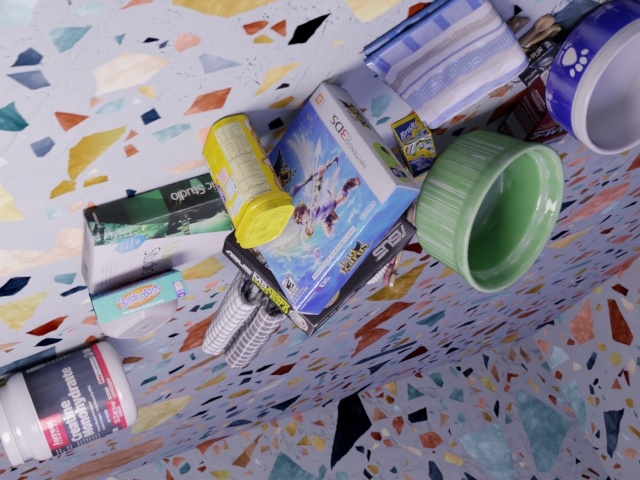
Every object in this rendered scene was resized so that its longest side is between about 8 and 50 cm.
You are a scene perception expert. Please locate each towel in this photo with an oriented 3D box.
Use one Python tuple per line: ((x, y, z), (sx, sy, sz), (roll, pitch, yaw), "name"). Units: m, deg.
((-0.095, 0.076, 1.923), (0.283, 0.121, 0.235), (-64, -175, -36), "towel")
((0.205, -0.285, 1.644), (0.209, 0.034, 0.285), (-32, 152, 16), "towel")

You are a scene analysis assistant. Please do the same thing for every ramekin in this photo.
((0.320, -0.066, 1.997), (0.303, 0.148, 0.303), (-26, 130, -36), "ramekin")

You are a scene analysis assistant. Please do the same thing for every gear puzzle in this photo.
((0.150, -0.024, 2.082), (0.044, 0.175, 0.339), (15, -168, 3), "gear puzzle")

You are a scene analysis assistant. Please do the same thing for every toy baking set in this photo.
((0.317, -0.304, 1.799), (0.197, 0.030, 0.256), (-17, 159, -25), "toy baking set")

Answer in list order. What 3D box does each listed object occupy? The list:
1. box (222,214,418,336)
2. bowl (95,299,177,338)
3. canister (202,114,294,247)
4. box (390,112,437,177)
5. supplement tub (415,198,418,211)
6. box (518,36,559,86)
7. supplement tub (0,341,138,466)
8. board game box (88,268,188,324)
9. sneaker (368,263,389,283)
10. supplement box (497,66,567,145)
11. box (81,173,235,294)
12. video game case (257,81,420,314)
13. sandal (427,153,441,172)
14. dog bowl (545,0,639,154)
((0.000, 0.000, 1.786), (0.270, 0.216, 0.060), (-41, 169, -24), "box")
((-0.365, 0.155, 2.102), (0.142, 0.053, 0.142), (-34, 161, 24), "bowl")
((-0.115, -0.092, 1.587), (0.073, 0.170, 0.126), (-17, 159, -26), "canister")
((0.176, -0.175, 1.922), (0.059, 0.054, 0.169), (-28, 161, 3), "box")
((0.276, -0.048, 2.310), (0.106, 0.106, 0.198), (-28, 162, 6), "supplement tub")
((0.379, -0.311, 1.812), (0.083, 0.018, 0.067), (-41, 157, 12), "box")
((-0.534, 0.340, 2.157), (0.272, 0.191, 0.191), (-21, 161, -17), "supplement tub")
((-0.331, 0.096, 1.862), (0.160, 0.047, 0.210), (-19, -175, -14), "board game box")
((0.074, -0.028, 1.943), (0.094, 0.235, 0.153), (-9, 170, -9), "sneaker")
((0.456, -0.267, 2.014), (0.130, 0.073, 0.239), (-19, 161, -24), "supplement box")
((-0.247, -0.022, 1.776), (0.322, 0.058, 0.232), (-20, 161, -21), "box")
((-0.001, -0.065, 1.604), (0.061, 0.244, 0.269), (11, 126, -44), "video game case")
((0.340, -0.163, 2.126), (0.240, 0.079, 0.088), (-22, 161, -13), "sandal")
((0.533, -0.290, 1.845), (0.265, 0.104, 0.265), (-22, 135, -23), "dog bowl")
